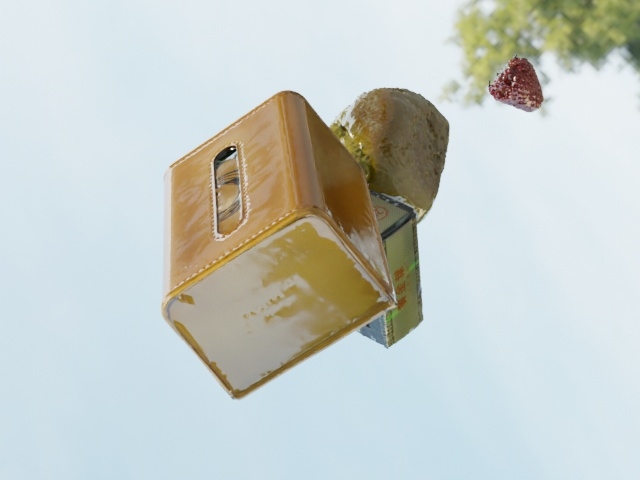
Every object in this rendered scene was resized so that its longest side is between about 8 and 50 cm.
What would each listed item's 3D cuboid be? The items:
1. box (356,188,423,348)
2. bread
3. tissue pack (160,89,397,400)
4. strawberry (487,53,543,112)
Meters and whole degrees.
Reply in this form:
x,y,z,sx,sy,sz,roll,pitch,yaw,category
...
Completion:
x,y,z,sx,sy,sz,roll,pitch,yaw,category
0.000,0.000,1.932,0.310,0.198,0.084,27,-131,36,box
0.083,-0.132,2.140,0.176,0.195,0.246,45,-140,-24,bread
-0.056,-0.005,1.382,0.145,0.194,0.274,49,-165,-26,tissue pack
0.285,-0.219,1.958,0.083,0.073,0.073,38,-146,-2,strawberry
